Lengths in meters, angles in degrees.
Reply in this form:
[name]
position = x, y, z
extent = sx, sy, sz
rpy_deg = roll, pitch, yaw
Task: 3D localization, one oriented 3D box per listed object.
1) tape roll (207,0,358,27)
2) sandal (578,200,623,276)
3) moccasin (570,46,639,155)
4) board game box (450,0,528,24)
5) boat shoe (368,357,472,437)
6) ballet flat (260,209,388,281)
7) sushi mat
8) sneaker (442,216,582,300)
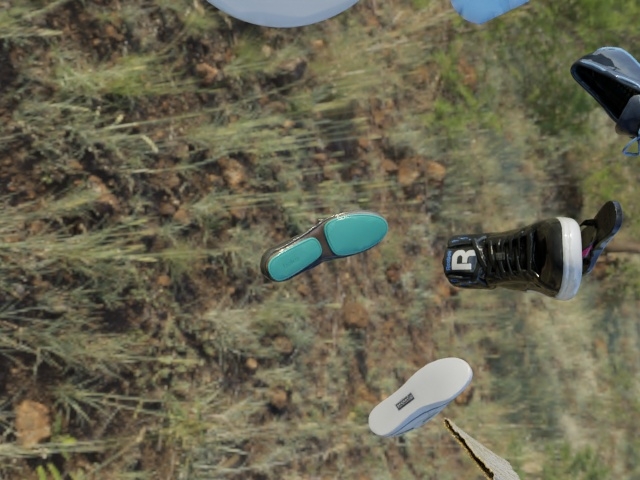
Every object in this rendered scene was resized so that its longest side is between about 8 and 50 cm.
[tape roll]
position = -0.048, -0.352, 0.712
extent = 0.169, 0.246, 0.246
rpy_deg = -114, -176, -54
[sandal]
position = 0.409, -0.003, 1.126
extent = 0.179, 0.040, 0.067
rpy_deg = 96, -6, -59
[moccasin]
position = 0.594, -0.228, 1.368
extent = 0.342, 0.116, 0.138
rpy_deg = 55, -28, 37
[board game box]
position = 0.340, -0.500, 1.443
extent = 0.033, 0.168, 0.133
rpy_deg = 13, 56, -68
[boat shoe]
position = 0.235, 0.363, 1.655
extent = 0.088, 0.267, 0.096
rpy_deg = 36, 16, -50
[ballet flat]
position = 0.000, 0.000, 1.516
extent = 0.096, 0.280, 0.095
rpy_deg = -148, -140, -70
[sushi mat]
position = 0.336, 0.431, 1.370
extent = 0.316, 0.019, 0.151
rpy_deg = 41, 5, -45
[sneaker]
position = 0.189, 0.024, 0.757
extent = 0.217, 0.121, 0.079
rpy_deg = 52, 39, -81
